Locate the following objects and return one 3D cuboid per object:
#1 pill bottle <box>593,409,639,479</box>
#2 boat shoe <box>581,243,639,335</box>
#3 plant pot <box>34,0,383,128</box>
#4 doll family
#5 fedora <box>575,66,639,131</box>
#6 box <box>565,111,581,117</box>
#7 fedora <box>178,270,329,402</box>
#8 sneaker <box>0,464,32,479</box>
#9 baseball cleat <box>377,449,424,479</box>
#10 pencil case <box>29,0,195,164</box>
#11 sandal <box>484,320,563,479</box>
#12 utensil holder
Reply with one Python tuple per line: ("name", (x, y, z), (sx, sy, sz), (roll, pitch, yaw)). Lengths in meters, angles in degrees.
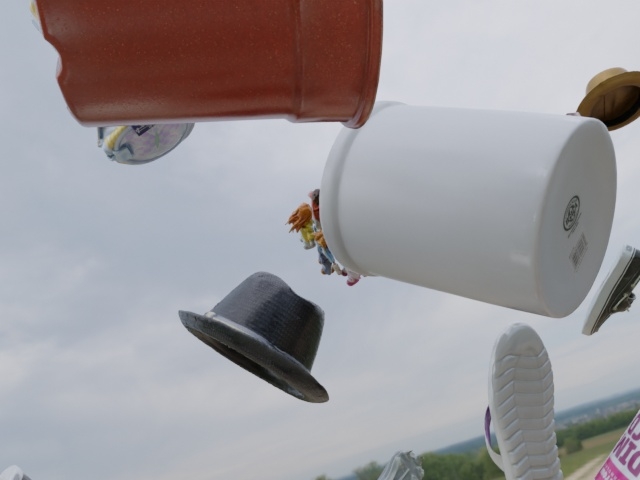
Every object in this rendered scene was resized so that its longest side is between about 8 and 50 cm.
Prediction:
("pill bottle", (0.453, 0.311, 0.802), (0.160, 0.160, 0.283), (18, -76, -53))
("boat shoe", (0.599, 0.115, 1.277), (0.078, 0.070, 0.220), (-41, -29, -53))
("plant pot", (-0.108, -0.222, 0.584), (0.264, 0.273, 0.272), (-10, -24, -10))
("doll family", (0.000, 0.000, 1.449), (0.118, 0.263, 0.163), (-26, -25, -12))
("fedora", (0.650, -0.324, 1.409), (0.194, 0.079, 0.194), (-6, -31, -3))
("box", (0.489, -0.162, 1.191), (0.027, 0.137, 0.094), (-7, -37, -7))
("fedora", (-0.091, 0.156, 1.120), (0.153, 0.333, 0.334), (-58, -16, -17))
("sneaker", (-0.427, 0.465, 0.840), (0.104, 0.296, 0.147), (-33, -64, 29))
("baseball cleat", (0.105, 0.424, 1.071), (0.109, 0.072, 0.205), (-37, -11, 25))
("pencil case", (-0.275, -0.230, 0.826), (0.124, 0.273, 0.113), (-33, -14, 4))
("sandal", (0.381, 0.369, 1.241), (0.169, 0.417, 0.102), (-8, 0, -34))
("utensil holder", (0.245, -0.064, 1.055), (0.385, 0.328, 0.327), (13, 1, 42))
